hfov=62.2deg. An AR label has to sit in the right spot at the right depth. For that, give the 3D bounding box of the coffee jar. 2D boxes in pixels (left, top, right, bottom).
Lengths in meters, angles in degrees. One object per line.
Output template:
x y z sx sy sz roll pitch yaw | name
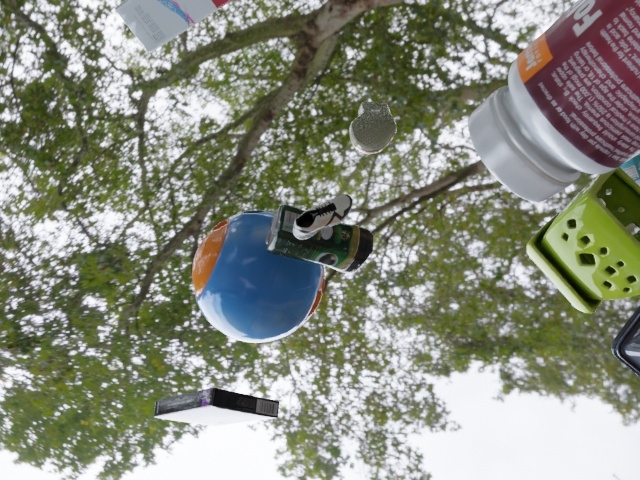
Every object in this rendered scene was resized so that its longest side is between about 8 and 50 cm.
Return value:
0.000 0.000 0.966 0.185 0.096 0.079 16 -123 -15 | coffee jar

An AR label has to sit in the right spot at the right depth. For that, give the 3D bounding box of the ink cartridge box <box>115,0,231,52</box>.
-0.169 -0.341 0.706 0.072 0.175 0.127 52 -143 -31 | ink cartridge box

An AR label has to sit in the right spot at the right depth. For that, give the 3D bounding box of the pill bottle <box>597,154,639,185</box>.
0.780 -0.233 1.377 0.264 0.146 0.146 44 -124 -35 | pill bottle

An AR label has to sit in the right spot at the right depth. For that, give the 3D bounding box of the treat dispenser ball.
-0.134 0.078 1.161 0.288 0.288 0.288 9 -105 -37 | treat dispenser ball

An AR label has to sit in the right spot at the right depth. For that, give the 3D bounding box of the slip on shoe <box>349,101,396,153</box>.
0.142 -0.294 1.450 0.331 0.123 0.101 -78 -8 -61 | slip on shoe

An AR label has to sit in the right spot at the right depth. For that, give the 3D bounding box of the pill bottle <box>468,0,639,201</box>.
0.414 -0.236 0.739 0.224 0.392 0.224 20 -131 -26 | pill bottle

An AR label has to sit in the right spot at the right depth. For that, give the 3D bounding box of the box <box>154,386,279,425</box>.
-0.157 0.252 0.791 0.116 0.162 0.029 25 -124 -37 | box

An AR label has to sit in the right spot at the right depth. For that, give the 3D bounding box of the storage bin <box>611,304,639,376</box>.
0.534 0.149 0.801 0.098 0.091 0.135 41 -94 1 | storage bin

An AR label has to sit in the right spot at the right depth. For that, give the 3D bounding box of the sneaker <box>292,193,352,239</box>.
0.005 -0.040 0.835 0.109 0.043 0.040 -34 -109 -9 | sneaker

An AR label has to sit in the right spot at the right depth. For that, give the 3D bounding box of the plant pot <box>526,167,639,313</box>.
0.592 0.006 1.125 0.228 0.207 0.227 50 -135 10 | plant pot
